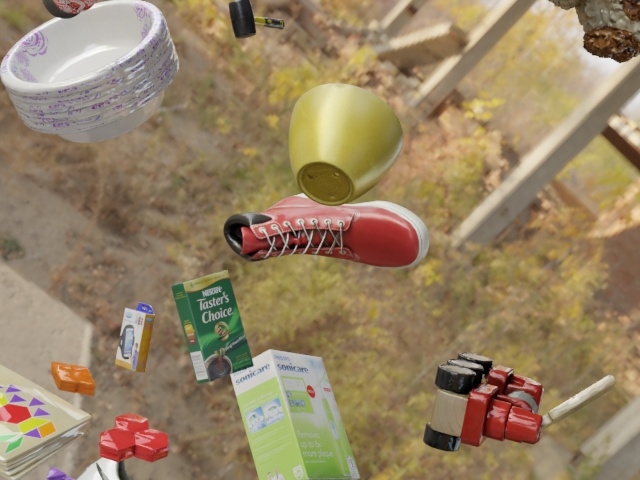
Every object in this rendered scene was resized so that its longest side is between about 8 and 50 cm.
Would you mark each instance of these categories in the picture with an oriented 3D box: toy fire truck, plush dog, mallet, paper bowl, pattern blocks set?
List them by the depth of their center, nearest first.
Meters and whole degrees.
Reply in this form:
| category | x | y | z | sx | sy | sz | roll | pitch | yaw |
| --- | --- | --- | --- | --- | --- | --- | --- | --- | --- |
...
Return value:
| category | x | y | z | sx | sy | sz | roll | pitch | yaw |
| --- | --- | --- | --- | --- | --- | --- | --- | --- | --- |
| pattern blocks set | -0.366 | 0.205 | 1.199 | 0.324 | 0.026 | 0.285 | 26 | 26 | 34 |
| plush dog | 0.330 | -0.312 | 1.214 | 0.225 | 0.262 | 0.210 | 51 | -23 | -2 |
| toy fire truck | 0.301 | 0.240 | 1.551 | 0.246 | 0.159 | 0.217 | 13 | 5 | 19 |
| paper bowl | -0.374 | -0.271 | 1.747 | 0.284 | 0.284 | 0.148 | -120 | -169 | -51 |
| mallet | -0.100 | -0.362 | 1.776 | 0.189 | 0.039 | 0.062 | -2 | 83 | -69 |

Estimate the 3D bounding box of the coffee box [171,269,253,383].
| category | x | y | z | sx | sy | sz | roll | pitch | yaw |
| --- | --- | --- | --- | --- | --- | --- | --- | --- | --- |
| coffee box | -0.192 | 0.152 | 1.868 | 0.113 | 0.040 | 0.184 | -14 | 89 | -46 |

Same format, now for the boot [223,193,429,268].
| category | x | y | z | sx | sy | sz | roll | pitch | yaw |
| --- | --- | --- | --- | --- | --- | --- | --- | --- | --- |
| boot | 0.000 | 0.000 | 1.328 | 0.244 | 0.089 | 0.176 | 12 | 19 | 39 |

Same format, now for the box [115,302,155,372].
| category | x | y | z | sx | sy | sz | roll | pitch | yaw |
| --- | --- | --- | --- | --- | --- | --- | --- | --- | --- |
| box | -0.379 | 0.196 | 2.146 | 0.028 | 0.136 | 0.081 | 9 | -1 | -42 |

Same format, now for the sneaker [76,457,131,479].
| category | x | y | z | sx | sy | sz | roll | pitch | yaw |
| --- | --- | --- | --- | --- | --- | --- | --- | --- | --- |
| sneaker | -0.230 | 0.446 | 1.562 | 0.330 | 0.146 | 0.122 | 39 | -7 | 7 |

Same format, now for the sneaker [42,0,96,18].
| category | x | y | z | sx | sy | sz | roll | pitch | yaw |
| --- | --- | --- | --- | --- | --- | --- | --- | --- | --- |
| sneaker | -0.361 | -0.475 | 1.536 | 0.090 | 0.145 | 0.270 | -7 | 86 | -46 |

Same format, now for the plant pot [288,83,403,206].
| category | x | y | z | sx | sy | sz | roll | pitch | yaw |
| --- | --- | --- | --- | --- | --- | --- | --- | --- | --- |
| plant pot | 0.018 | -0.095 | 1.183 | 0.134 | 0.134 | 0.095 | 40 | 46 | -19 |

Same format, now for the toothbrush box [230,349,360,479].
| category | x | y | z | sx | sy | sz | roll | pitch | yaw |
| --- | --- | --- | --- | --- | --- | --- | --- | --- | --- |
| toothbrush box | -0.054 | 0.389 | 2.208 | 0.206 | 0.122 | 0.283 | 19 | 46 | -55 |
